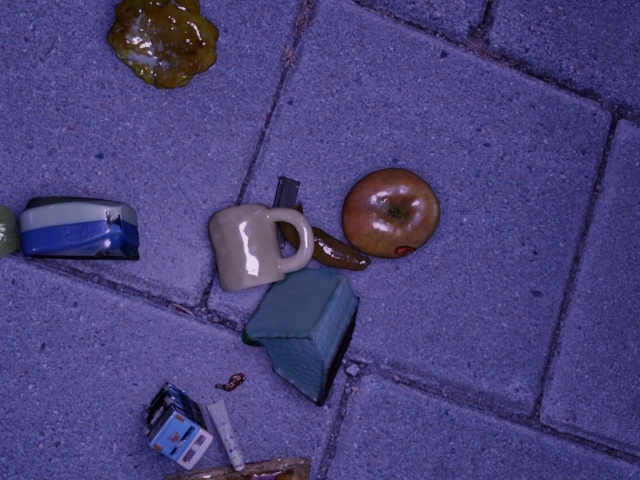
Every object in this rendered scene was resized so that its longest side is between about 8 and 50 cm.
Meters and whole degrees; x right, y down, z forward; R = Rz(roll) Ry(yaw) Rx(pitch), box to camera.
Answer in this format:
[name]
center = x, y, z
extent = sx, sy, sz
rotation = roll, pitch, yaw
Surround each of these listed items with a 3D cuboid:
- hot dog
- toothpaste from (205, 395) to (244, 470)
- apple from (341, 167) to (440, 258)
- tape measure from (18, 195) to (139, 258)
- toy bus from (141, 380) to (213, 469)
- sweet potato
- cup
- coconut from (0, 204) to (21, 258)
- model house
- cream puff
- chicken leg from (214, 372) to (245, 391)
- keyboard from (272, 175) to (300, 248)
[hot dog]
center = -0.193, 0.732, 1.520
extent = 0.368, 0.196, 0.365
rotation = -4, 84, -5
[toothpaste]
center = -0.233, 0.472, 1.542
extent = 0.052, 0.218, 0.033
rotation = -25, 133, -11
[apple]
center = 0.183, -0.070, 1.655
extent = 0.261, 0.194, 0.260
rotation = 1, 84, -9
[tape measure]
center = -0.568, -0.025, 1.482
extent = 0.262, 0.259, 0.138
rotation = 1, 84, -6
[toy bus]
center = -0.340, 0.424, 1.464
extent = 0.131, 0.297, 0.106
rotation = 39, 80, -12
[sweet potato]
center = 0.000, -0.003, 1.621
extent = 0.286, 0.085, 0.112
rotation = 29, 69, 16
[cup]
center = -0.159, 0.009, 1.559
extent = 0.173, 0.255, 0.202
rotation = -11, 88, -47
[coconut]
center = -0.808, -0.012, 1.532
extent = 0.133, 0.055, 0.158
rotation = 29, 82, -6
[model house]
center = -0.018, 0.248, 1.595
extent = 0.280, 0.230, 0.248
rotation = -58, 136, -46
[cream puff]
center = -0.399, -0.529, 1.606
extent = 0.282, 0.185, 0.281
rotation = -1, 125, -2
[chicken leg]
center = -0.233, 0.374, 1.625
extent = 0.083, 0.021, 0.036
rotation = -27, 100, -7
[keyboard]
center = -0.105, -0.075, 1.691
extent = 0.060, 0.018, 0.195
rotation = 16, 83, -16
